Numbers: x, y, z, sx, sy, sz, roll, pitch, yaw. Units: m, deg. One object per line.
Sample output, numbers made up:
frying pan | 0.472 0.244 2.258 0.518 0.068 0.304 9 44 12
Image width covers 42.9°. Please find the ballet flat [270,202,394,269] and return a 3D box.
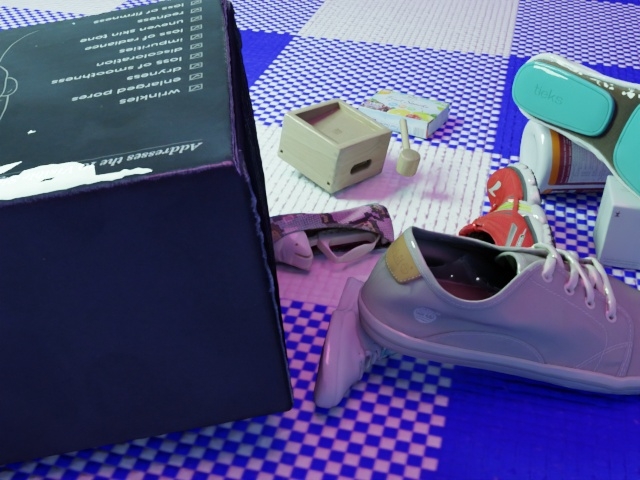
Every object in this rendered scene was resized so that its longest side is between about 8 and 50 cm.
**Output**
ballet flat | 0.000 0.000 1.121 0.221 0.077 0.079 -9 54 -15

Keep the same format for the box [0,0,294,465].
box | -0.299 -0.032 0.899 0.479 0.298 0.472 -10 32 -1

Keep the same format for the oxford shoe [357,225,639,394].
oxford shoe | 0.267 0.072 0.919 0.449 0.130 0.169 9 30 -11

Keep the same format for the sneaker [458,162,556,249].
sneaker | 0.249 -0.022 1.128 0.118 0.107 0.279 -6 30 6

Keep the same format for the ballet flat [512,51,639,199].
ballet flat | 0.437 -0.151 1.117 0.139 0.139 0.400 -17 41 -26

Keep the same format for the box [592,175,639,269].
box | 0.441 -0.023 1.128 0.101 0.102 0.087 8 32 9

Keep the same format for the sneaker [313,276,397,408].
sneaker | 0.052 0.117 0.936 0.094 0.080 0.212 18 34 5

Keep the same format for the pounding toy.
pounding toy | 0.068 -0.141 1.320 0.206 0.094 0.181 37 41 29

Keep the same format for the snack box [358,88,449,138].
snack box | 0.155 -0.237 1.511 0.141 0.037 0.100 18 35 24

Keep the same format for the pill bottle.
pill bottle | 0.438 -0.135 1.284 0.221 0.121 0.121 -1 33 -3
